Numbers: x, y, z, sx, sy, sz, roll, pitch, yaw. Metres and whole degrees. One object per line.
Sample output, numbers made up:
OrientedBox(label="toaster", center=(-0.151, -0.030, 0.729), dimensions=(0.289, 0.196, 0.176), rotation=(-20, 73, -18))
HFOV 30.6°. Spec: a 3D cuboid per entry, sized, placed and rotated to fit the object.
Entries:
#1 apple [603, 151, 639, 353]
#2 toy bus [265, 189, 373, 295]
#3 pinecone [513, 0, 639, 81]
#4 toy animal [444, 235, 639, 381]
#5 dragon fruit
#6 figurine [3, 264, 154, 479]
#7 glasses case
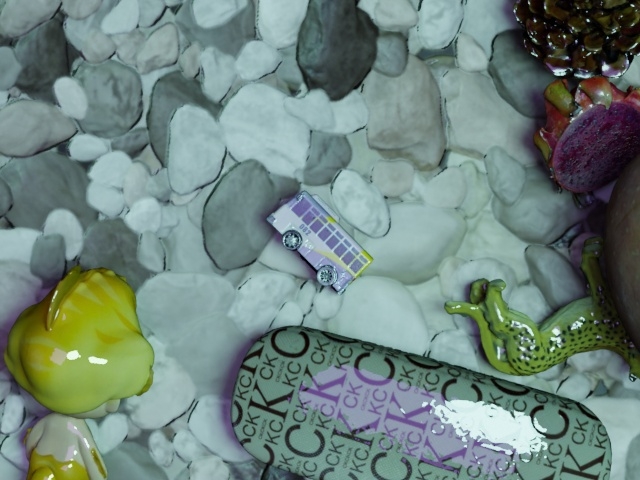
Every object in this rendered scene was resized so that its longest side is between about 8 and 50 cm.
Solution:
OrientedBox(label="apple", center=(0.379, -0.008, 0.976), dimensions=(0.306, 0.306, 0.235), rotation=(-31, 83, 1))
OrientedBox(label="toy bus", center=(0.000, 0.000, 1.117), dimensions=(0.058, 0.052, 0.102), rotation=(-44, 87, 0))
OrientedBox(label="pinecone", center=(0.250, -0.212, 1.080), dimensions=(0.140, 0.121, 0.140), rotation=(0, 96, 5))
OrientedBox(label="toy animal", center=(0.219, 0.085, 1.093), dimensions=(0.181, 0.073, 0.136), rotation=(-20, 93, -1))
OrientedBox(label="dragon fruit", center=(0.250, -0.106, 1.096), dimensions=(0.112, 0.126, 0.068), rotation=(-34, 44, 7))
OrientedBox(label="figurine", center=(-0.235, 0.140, 1.097), dimensions=(0.156, 0.131, 0.246), rotation=(12, 99, 19))
OrientedBox(label="glasses case", center=(0.092, 0.177, 1.086), dimensions=(0.355, 0.085, 0.137), rotation=(15, 91, 4))
